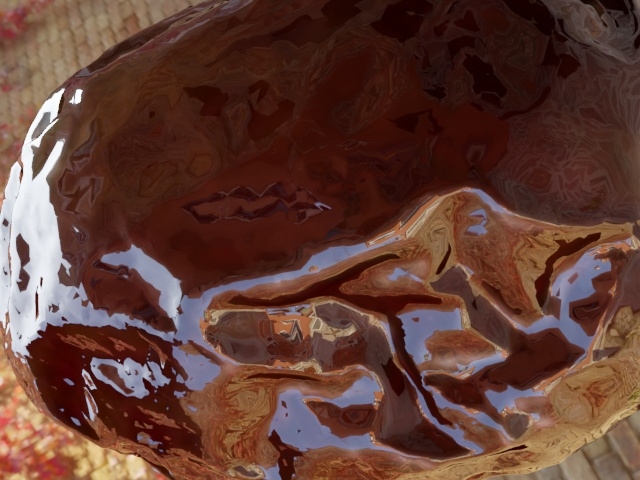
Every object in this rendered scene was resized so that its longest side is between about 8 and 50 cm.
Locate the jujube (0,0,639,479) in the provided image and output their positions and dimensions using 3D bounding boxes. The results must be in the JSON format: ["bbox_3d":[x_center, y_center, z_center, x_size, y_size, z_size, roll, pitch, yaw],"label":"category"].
[{"bbox_3d":[-0.002,-0.001,0.500,0.276,0.377,0.276,38,-136,-48],"label":"jujube"}]
